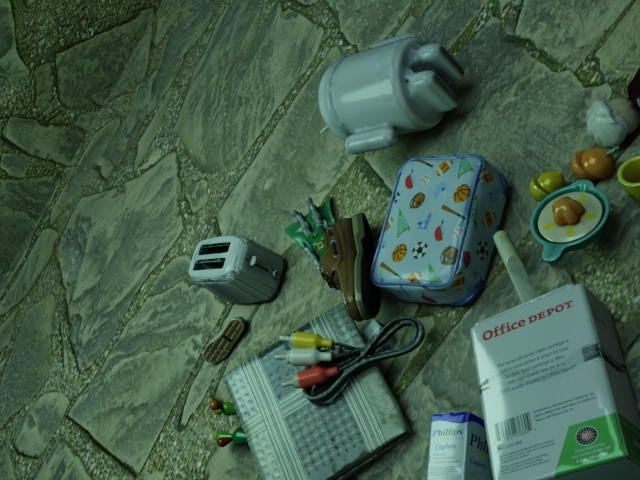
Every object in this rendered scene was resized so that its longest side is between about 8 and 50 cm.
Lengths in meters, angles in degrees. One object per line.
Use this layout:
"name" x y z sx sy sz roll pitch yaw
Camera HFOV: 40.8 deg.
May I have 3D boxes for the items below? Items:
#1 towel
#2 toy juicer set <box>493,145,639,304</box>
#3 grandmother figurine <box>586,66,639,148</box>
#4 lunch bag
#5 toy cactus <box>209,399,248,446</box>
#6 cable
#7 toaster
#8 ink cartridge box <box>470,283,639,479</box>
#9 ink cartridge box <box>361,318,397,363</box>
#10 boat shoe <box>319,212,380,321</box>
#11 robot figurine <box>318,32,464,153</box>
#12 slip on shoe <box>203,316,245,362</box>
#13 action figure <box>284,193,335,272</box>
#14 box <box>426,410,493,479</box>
"towel" -0.014 0.322 1.669 0.312 0.056 0.324 -32 54 8
"toy juicer set" 0.404 -0.052 1.479 0.329 0.089 0.209 -41 38 -2
"grandmother figurine" 0.608 -0.278 1.476 0.342 0.104 0.208 -37 16 26
"lunch bag" 0.225 -0.027 1.676 0.243 0.115 0.303 -1 65 48
"toy cactus" -0.135 0.373 1.789 0.219 0.112 0.180 -39 51 7
"cable" 0.055 0.220 1.609 0.287 0.072 0.139 -14 65 20
"toaster" -0.204 0.066 2.017 0.227 0.146 0.129 -4 61 44
"ink cartridge box" 0.367 0.242 1.338 0.211 0.121 0.289 -27 47 31
"ink cartridge box" 0.093 0.219 1.704 0.115 0.029 0.063 -50 41 6
"boat shoe" 0.055 0.065 1.750 0.104 0.111 0.307 -17 30 12
"robot figurine" 0.138 -0.326 1.894 0.353 0.200 0.300 -8 54 42
"slip on shoe" -0.223 0.230 2.011 0.135 0.051 0.041 -54 -1 15
"action figure" 0.000 0.000 1.927 0.137 0.063 0.232 -41 45 13
"box" 0.239 0.359 1.385 0.072 0.126 0.137 -17 54 39
